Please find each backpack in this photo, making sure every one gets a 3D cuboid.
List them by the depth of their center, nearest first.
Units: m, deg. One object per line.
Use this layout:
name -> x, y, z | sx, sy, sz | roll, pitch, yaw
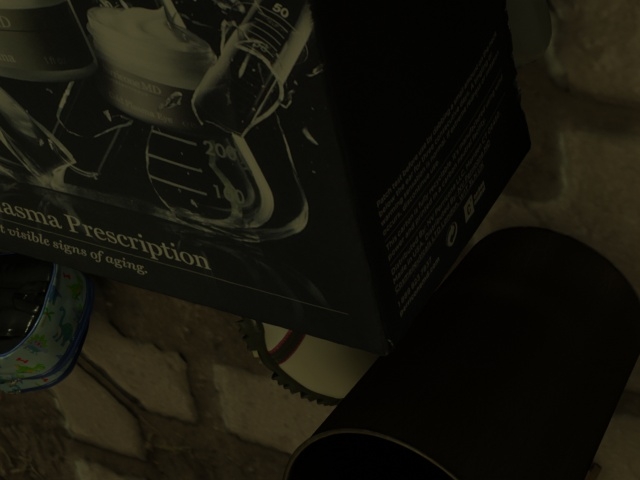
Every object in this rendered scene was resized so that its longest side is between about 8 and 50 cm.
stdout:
backpack -> -0.222, 0.060, 1.493 | 0.114, 0.105, 0.084 | -9, 145, 41

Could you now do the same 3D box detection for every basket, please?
basket -> 0.097, 0.109, 1.203 | 0.154, 0.227, 0.204 | 15, 137, 24

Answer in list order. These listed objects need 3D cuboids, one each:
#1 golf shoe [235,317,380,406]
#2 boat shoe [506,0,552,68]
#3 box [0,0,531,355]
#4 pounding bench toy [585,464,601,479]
golf shoe -> 0.000, 0.000, 1.269 | 0.120, 0.105, 0.273 | -2, 128, 29
boat shoe -> 0.037, -0.173, 1.085 | 0.070, 0.078, 0.219 | -18, 119, 44
box -> -0.096, -0.144, 1.011 | 0.343, 0.179, 0.312 | 14, 137, 28
pounding bench toy -> 0.137, 0.169, 1.371 | 0.065, 0.052, 0.083 | 41, 141, -5
